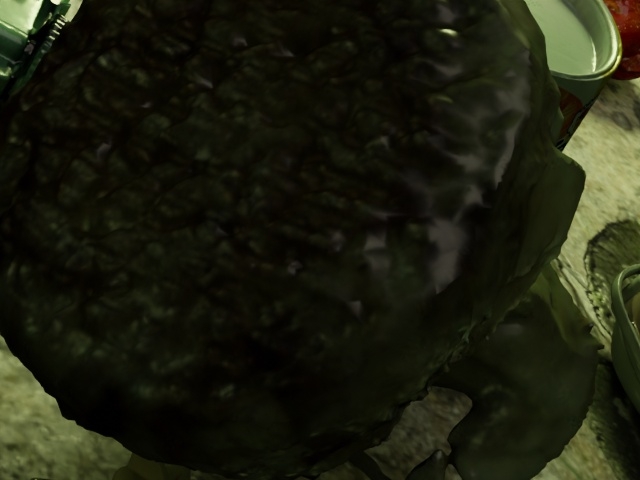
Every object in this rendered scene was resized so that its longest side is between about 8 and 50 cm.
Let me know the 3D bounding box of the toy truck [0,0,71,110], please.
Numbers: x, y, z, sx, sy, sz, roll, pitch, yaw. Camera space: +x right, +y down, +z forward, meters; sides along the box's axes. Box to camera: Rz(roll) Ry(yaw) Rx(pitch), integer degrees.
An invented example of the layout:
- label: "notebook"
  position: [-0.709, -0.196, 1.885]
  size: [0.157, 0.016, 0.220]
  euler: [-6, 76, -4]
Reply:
- label: "toy truck"
  position: [-0.248, -0.169, 1.264]
  size: [0.155, 0.156, 0.279]
  euler: [27, 39, -14]

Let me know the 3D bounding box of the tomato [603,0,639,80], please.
- label: "tomato"
  position: [0.281, -0.232, 1.827]
  size: [0.139, 0.091, 0.159]
  euler: [0, 77, -27]

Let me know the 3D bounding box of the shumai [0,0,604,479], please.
- label: "shumai"
  position: [0.000, 0.000, 1.171]
  size: [0.395, 0.395, 0.348]
  euler: [65, 4, 32]

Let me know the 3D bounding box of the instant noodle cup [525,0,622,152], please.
- label: "instant noodle cup"
  position: [0.110, -0.138, 1.493]
  size: [0.264, 0.200, 0.264]
  euler: [23, 38, -19]

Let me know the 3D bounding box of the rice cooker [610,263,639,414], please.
- label: "rice cooker"
  position: [0.324, 0.098, 1.478]
  size: [0.145, 0.127, 0.206]
  euler: [-1, 60, -40]

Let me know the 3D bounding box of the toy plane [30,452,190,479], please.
- label: "toy plane"
  position: [-0.060, 0.207, 1.056]
  size: [0.242, 0.104, 0.256]
  euler: [1, 36, -42]
